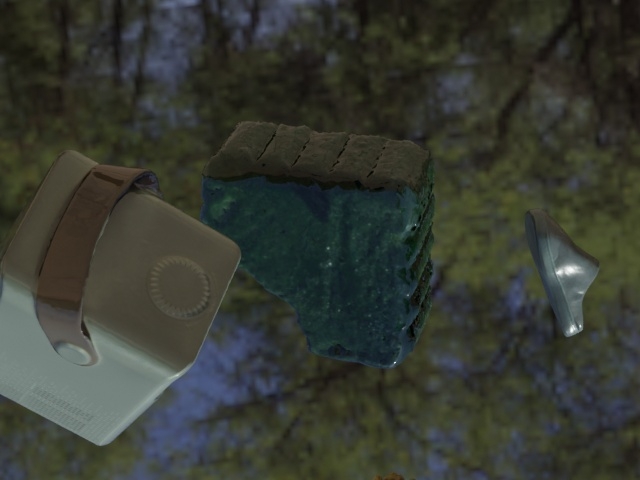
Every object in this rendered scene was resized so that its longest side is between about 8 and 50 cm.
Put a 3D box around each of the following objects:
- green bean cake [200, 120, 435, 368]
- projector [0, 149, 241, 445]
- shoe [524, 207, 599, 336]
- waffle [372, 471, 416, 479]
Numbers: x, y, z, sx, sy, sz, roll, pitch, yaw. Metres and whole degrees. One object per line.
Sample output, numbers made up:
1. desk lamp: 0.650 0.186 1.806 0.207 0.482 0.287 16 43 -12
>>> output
1. green bean cake: 0.000 0.000 2.318 0.308 0.300 0.169 9 -149 13
2. projector: -0.192 0.049 1.419 0.177 0.242 0.163 29 -125 -11
3. shoe: 0.326 0.035 2.219 0.078 0.195 0.079 -18 -153 0
4. waffle: 0.108 0.381 2.163 0.191 0.038 0.191 16 -135 -17
